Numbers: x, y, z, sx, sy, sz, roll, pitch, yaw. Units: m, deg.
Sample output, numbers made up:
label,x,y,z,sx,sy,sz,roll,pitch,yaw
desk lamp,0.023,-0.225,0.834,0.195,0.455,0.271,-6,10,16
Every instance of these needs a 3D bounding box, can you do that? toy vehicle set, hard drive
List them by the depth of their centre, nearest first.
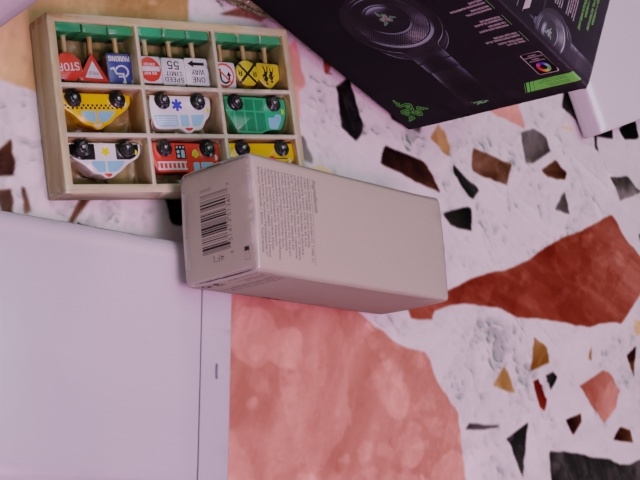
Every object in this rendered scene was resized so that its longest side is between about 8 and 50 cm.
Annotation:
label,x,y,z,sx,sy,sz,roll,pitch,yaw
hard drive,-0.235,0.097,1.210,0.353,0.047,0.233,10,73,-35
toy vehicle set,-0.137,-0.123,1.344,0.267,0.035,0.166,-3,81,-38
hard drive,0.344,-0.295,1.748,0.203,0.040,0.307,-20,92,-38

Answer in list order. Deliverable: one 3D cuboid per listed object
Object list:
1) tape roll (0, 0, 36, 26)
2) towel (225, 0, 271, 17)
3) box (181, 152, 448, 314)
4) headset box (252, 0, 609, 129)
label,x,y,z,sx,sy,sz,roll,pitch,yaw
tape roll,-0.293,-0.294,1.136,0.246,0.246,0.169,54,53,-14
towel,-0.096,-0.292,1.422,0.148,0.027,0.110,24,66,-31
box,0.000,0.000,1.348,0.275,0.094,0.113,13,68,-47
headset box,0.112,-0.244,1.413,0.283,0.246,0.131,36,60,-35
